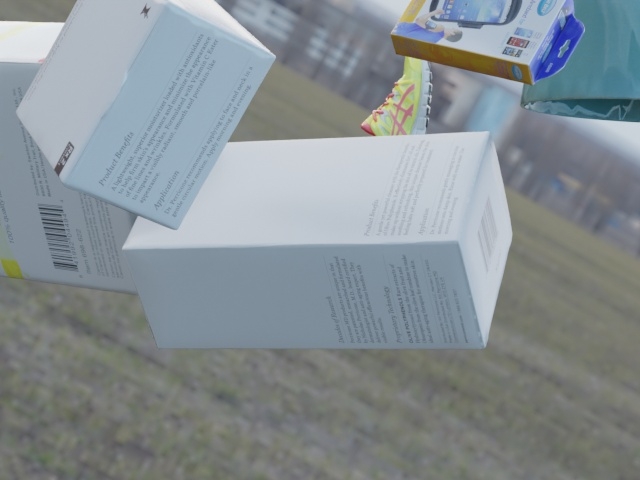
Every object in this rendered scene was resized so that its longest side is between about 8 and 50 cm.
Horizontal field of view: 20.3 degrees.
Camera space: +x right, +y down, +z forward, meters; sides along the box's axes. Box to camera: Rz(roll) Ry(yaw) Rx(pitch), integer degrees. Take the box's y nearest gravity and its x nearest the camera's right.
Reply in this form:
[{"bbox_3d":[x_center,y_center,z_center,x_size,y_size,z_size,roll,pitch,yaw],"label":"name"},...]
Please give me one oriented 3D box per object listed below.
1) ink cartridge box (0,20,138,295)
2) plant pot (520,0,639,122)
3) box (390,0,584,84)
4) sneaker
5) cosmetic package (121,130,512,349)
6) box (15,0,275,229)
[{"bbox_3d":[-0.326,-0.107,2.103,0.385,0.279,0.160,7,27,36],"label":"ink cartridge box"},{"bbox_3d":[0.382,-0.264,2.063,0.293,0.235,0.293,3,-1,0],"label":"plant pot"},{"bbox_3d":[0.132,-0.167,1.378,0.136,0.081,0.028,15,-31,28],"label":"box"},{"bbox_3d":[0.105,-0.172,2.484,0.094,0.208,0.081,8,-3,5],"label":"sneaker"},{"bbox_3d":[0.000,0.000,1.888,0.366,0.155,0.197,-1,39,20],"label":"cosmetic package"},{"bbox_3d":[-0.157,-0.135,1.565,0.119,0.181,0.182,24,13,-32],"label":"box"}]
